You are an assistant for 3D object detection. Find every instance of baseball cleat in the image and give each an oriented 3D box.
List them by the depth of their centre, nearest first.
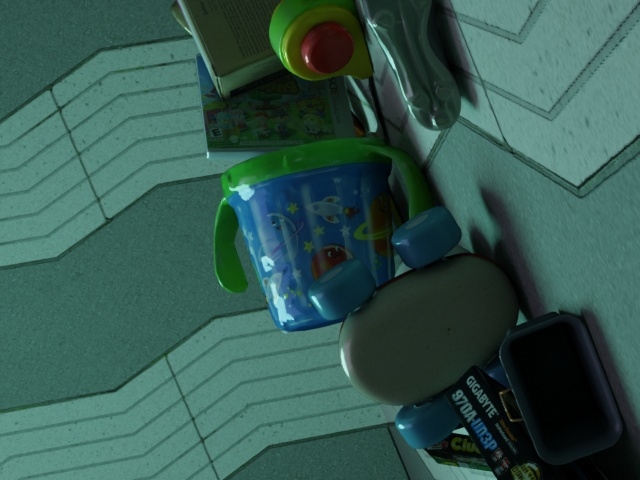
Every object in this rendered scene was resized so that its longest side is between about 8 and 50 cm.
[{"bbox_3d":[0.081,-0.206,1.302,0.109,0.072,0.206,-108,1,-66],"label":"baseball cleat"}]

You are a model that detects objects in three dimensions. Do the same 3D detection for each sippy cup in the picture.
[{"bbox_3d":[0.000,0.000,1.778,0.305,0.240,0.224,150,110,-70],"label":"sippy cup"}]

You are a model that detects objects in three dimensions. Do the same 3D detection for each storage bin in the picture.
[{"bbox_3d":[0.220,0.136,1.284,0.091,0.098,0.135,-73,-39,-82],"label":"storage bin"}]

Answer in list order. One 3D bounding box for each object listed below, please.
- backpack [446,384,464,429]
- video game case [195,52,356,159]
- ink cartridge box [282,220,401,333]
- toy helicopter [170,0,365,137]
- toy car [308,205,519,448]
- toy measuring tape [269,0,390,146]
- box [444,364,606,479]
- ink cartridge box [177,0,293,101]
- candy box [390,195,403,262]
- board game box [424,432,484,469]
[{"bbox_3d":[0.161,0.172,1.848,0.182,0.152,0.115,55,-179,-4],"label":"backpack"},{"bbox_3d":[-0.064,-0.193,1.888,0.023,0.212,0.193,101,164,-51],"label":"video game case"},{"bbox_3d":[0.011,0.035,2.038,0.278,0.201,0.117,88,158,-77],"label":"ink cartridge box"},{"bbox_3d":[-0.087,-0.249,2.053,0.355,0.140,0.235,44,-164,-11],"label":"toy helicopter"},{"bbox_3d":[0.121,0.078,1.543,0.219,0.210,0.238,56,-170,-10],"label":"toy car"},{"bbox_3d":[0.007,-0.224,1.757,0.121,0.121,0.330,-118,7,-45],"label":"toy measuring tape"},{"bbox_3d":[0.233,0.238,1.353,0.175,0.051,0.220,36,-168,-29],"label":"box"},{"bbox_3d":[-0.096,-0.338,1.870,0.088,0.193,0.235,85,162,-71],"label":"ink cartridge box"},{"bbox_3d":[0.117,-0.003,2.066,0.105,0.027,0.206,174,73,-82],"label":"candy box"},{"bbox_3d":[0.201,0.263,1.631,0.260,0.136,0.030,58,-142,-75],"label":"board game box"}]
